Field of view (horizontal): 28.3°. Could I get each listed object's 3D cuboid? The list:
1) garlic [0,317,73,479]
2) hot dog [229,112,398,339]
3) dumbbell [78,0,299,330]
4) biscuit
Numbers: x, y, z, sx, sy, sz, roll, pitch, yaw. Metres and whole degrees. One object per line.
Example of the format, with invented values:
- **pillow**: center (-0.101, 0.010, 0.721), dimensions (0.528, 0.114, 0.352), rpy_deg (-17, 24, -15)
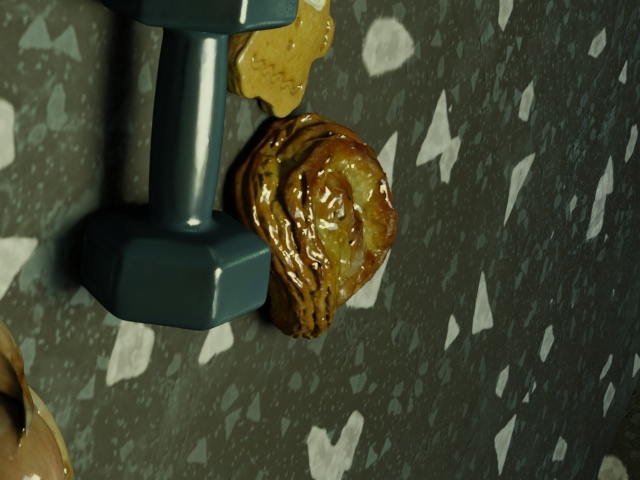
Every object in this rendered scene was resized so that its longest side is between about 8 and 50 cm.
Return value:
- **garlic**: center (-0.254, 0.140, 0.844), dimensions (0.160, 0.191, 0.214), rpy_deg (99, 0, -78)
- **hot dog**: center (0.002, -0.001, 1.301), dimensions (0.175, 0.114, 0.259), rpy_deg (-56, 148, -31)
- **dumbbell**: center (-0.106, -0.094, 1.011), dimensions (0.143, 0.157, 0.316), rpy_deg (-90, -173, -73)
- **biscuit**: center (-0.023, -0.245, 1.211), dimensions (0.184, 0.035, 0.248), rpy_deg (27, 79, -63)
